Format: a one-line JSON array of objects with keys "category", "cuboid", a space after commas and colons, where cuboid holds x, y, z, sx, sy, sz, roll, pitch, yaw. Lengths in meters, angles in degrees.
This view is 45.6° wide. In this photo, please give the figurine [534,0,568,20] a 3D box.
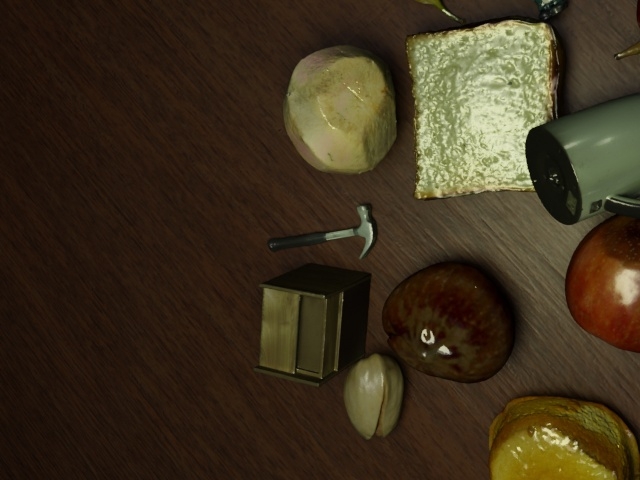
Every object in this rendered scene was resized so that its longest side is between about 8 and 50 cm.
[{"category": "figurine", "cuboid": [0.361, -0.444, 1.258, 0.149, 0.087, 0.086, 59, 156, -7]}]

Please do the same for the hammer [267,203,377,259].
[{"category": "hammer", "cuboid": [0.000, 0.000, 1.537, 0.246, 0.029, 0.103, -12, 93, 28]}]

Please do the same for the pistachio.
[{"category": "pistachio", "cuboid": [0.105, 0.301, 1.480, 0.124, 0.124, 0.185, 1, 106, 26]}]

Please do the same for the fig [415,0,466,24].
[{"category": "fig", "cuboid": [0.184, -0.442, 1.337, 0.093, 0.093, 0.166, -27, 88, 27]}]

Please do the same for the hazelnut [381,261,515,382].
[{"category": "hazelnut", "cuboid": [0.228, 0.143, 1.351, 0.233, 0.218, 0.218, 19, 106, 24]}]

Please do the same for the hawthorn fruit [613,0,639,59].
[{"category": "hawthorn fruit", "cuboid": [0.561, -0.330, 1.117, 0.266, 0.210, 0.230, -33, 76, 46]}]

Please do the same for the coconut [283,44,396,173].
[{"category": "coconut", "cuboid": [0.033, -0.229, 1.376, 0.197, 0.237, 0.237, -14, 93, -13]}]

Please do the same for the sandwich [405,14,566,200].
[{"category": "sandwich", "cuboid": [0.287, -0.227, 1.317, 0.271, 0.099, 0.301, -2, 100, 20]}]

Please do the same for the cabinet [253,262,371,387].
[{"category": "cabinet", "cuboid": [-0.016, 0.154, 1.463, 0.148, 0.215, 0.175, 9, 102, 24]}]

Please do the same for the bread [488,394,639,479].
[{"category": "bread", "cuboid": [0.416, 0.399, 1.337, 0.268, 0.145, 0.269, 7, 105, 27]}]

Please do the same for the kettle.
[{"category": "kettle", "cuboid": [0.471, -0.118, 1.162, 0.236, 0.161, 0.221, -21, 52, -7]}]

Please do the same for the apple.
[{"category": "apple", "cuboid": [0.501, 0.061, 1.195, 0.229, 0.230, 0.230, 5, 101, 25]}]
